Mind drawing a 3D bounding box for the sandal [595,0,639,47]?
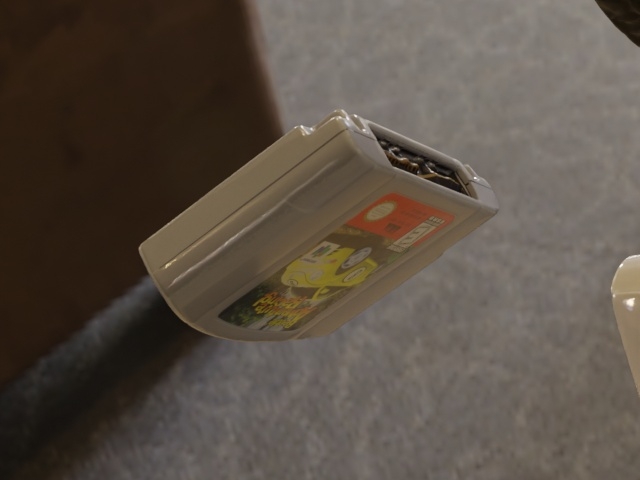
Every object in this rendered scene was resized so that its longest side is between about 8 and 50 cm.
[{"bbox_3d":[0.325,-0.133,1.026,0.446,0.167,0.107,20,49,-15],"label":"sandal"}]

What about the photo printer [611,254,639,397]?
[{"bbox_3d":[0.442,0.121,1.733,0.307,0.256,0.107,-4,25,37],"label":"photo printer"}]

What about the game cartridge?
[{"bbox_3d":[0.000,0.000,1.362,0.196,0.294,0.060,-32,72,18],"label":"game cartridge"}]
